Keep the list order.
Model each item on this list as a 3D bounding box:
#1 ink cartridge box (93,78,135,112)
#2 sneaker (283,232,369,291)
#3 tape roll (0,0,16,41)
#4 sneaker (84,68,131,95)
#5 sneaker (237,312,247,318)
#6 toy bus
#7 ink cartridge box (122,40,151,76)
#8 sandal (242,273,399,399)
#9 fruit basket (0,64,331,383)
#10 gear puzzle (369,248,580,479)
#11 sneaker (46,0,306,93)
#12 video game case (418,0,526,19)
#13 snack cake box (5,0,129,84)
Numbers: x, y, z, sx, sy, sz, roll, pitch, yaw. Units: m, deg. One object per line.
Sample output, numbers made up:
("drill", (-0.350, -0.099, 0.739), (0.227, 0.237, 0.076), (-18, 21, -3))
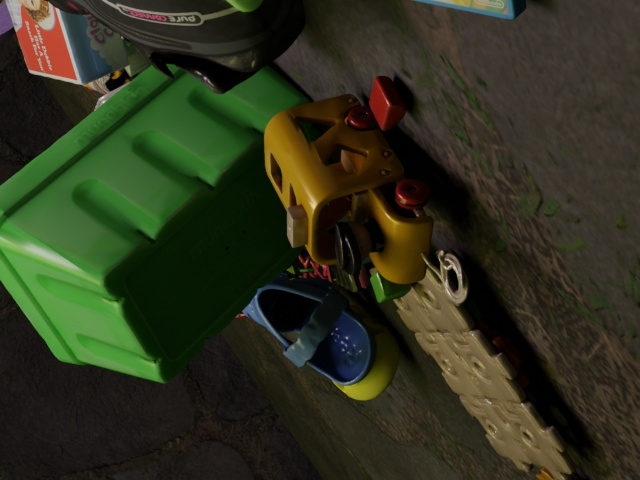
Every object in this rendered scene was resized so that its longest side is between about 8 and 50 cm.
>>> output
("ink cartridge box", (-0.230, -0.120, 1.612), (0.278, 0.117, 0.201), (58, 166, -8))
("sneaker", (-0.011, 0.025, 1.243), (0.170, 0.075, 0.063), (34, 147, 42))
("tape roll", (-0.673, -0.505, 1.934), (0.274, 0.275, 0.090), (59, 167, -10))
("sneaker", (-0.367, -0.327, 1.733), (0.093, 0.088, 0.225), (29, 157, 19))
("sneaker", (-0.087, 0.061, 1.593), (0.299, 0.121, 0.111), (131, 135, -77))
("toy bus", (0.021, -0.028, 0.868), (0.202, 0.104, 0.190), (177, 78, -75))
("ink cartridge box", (-0.298, -0.348, 1.462), (0.171, 0.056, 0.235), (57, 169, 2))
("sandal", (-0.037, 0.078, 1.320), (0.317, 0.126, 0.138), (34, -175, 41))
("fruit basket", (-0.205, -0.048, 1.153), (0.392, 0.392, 0.282), (43, 162, 44))
("gear puzzle", (0.179, 0.145, 0.971), (0.339, 0.044, 0.175), (54, 165, -4))
("sneaker", (-0.141, -0.223, 0.915), (0.202, 0.185, 0.483), (51, 178, -22))
("video game case", (0.051, -0.205, 0.564), (0.119, 0.015, 0.166), (23, 145, 40))
("snack cake box", (-0.372, -0.360, 1.421), (0.152, 0.089, 0.264), (17, 129, 42))
